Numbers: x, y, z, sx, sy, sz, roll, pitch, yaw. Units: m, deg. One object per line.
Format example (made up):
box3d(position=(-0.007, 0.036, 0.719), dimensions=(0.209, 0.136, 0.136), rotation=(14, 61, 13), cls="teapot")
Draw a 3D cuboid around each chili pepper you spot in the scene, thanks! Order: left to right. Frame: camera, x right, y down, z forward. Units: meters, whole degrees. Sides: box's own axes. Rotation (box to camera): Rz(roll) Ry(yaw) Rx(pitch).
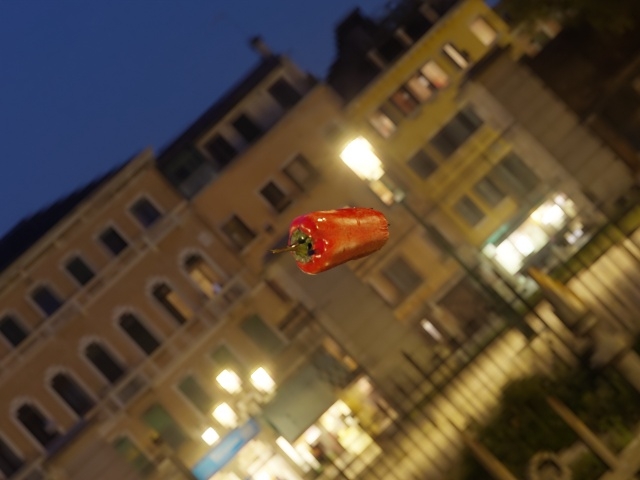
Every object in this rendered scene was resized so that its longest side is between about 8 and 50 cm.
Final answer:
box3d(position=(0.000, 0.000, 1.927), dimensions=(0.192, 0.084, 0.086), rotation=(-11, -30, -43), cls="chili pepper")
